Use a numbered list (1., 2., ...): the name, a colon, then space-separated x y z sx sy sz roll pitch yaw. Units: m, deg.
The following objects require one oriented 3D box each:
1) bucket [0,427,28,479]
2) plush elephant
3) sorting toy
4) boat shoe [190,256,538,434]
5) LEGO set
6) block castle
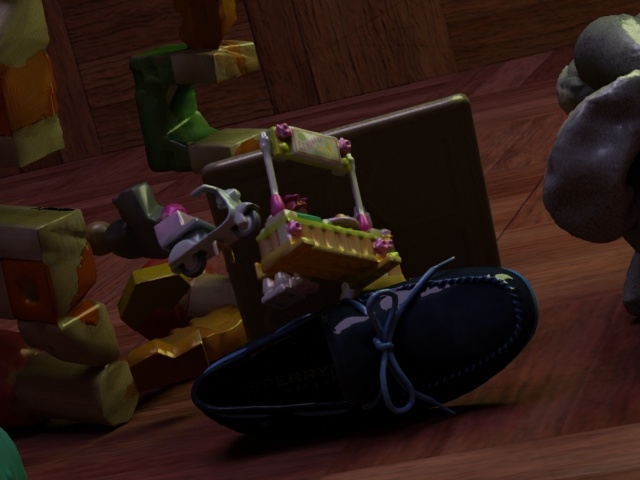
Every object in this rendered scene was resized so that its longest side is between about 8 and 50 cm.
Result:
1. bucket: -0.288 0.171 0.973 0.281 0.281 0.183 -15 13 0
2. plush elephant: 0.290 -0.054 1.440 0.255 0.272 0.330 -60 -6 -24
3. sorting toy: -0.016 0.011 1.537 0.307 0.229 0.041 -16 37 -3
4. boat shoe: 0.029 0.091 1.381 0.258 0.109 0.089 -26 -13 21
5. LEGO set: 0.000 0.000 1.441 0.132 0.107 0.287 -23 -27 20
6. block castle: -0.212 -0.083 1.670 0.213 0.453 0.303 3 21 39
